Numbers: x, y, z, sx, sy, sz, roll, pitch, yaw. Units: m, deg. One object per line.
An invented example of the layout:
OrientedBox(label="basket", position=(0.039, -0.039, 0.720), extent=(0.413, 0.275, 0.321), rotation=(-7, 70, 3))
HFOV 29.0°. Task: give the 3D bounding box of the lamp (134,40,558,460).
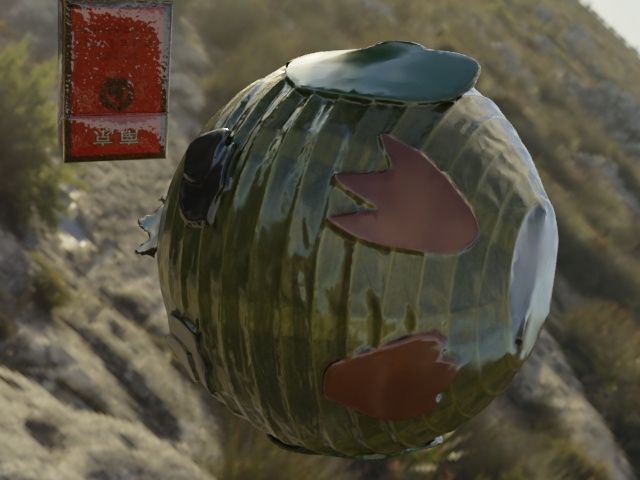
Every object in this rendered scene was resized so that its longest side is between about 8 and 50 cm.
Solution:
OrientedBox(label="lamp", position=(0.000, 0.000, 0.755), extent=(0.284, 0.250, 0.250), rotation=(11, 1, 27))

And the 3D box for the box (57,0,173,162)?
OrientedBox(label="box", position=(-0.291, -0.232, 1.740), extent=(0.153, 0.240, 0.074), rotation=(-6, 28, -23))
